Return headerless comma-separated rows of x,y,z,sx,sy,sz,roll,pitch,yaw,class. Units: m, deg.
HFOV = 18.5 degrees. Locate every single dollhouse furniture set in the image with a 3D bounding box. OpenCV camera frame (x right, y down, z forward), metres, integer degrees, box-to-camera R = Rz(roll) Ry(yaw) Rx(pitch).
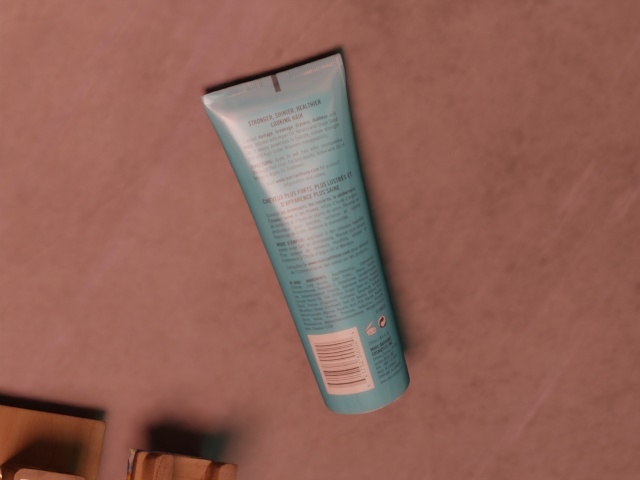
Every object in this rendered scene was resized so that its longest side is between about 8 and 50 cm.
-0.186,0.219,1.151,0.212,0.161,0.242,11,83,-18,dollhouse furniture set

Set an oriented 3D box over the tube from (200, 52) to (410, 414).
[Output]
0.000,0.000,1.119,0.080,0.052,0.207,-20,114,-7,tube
